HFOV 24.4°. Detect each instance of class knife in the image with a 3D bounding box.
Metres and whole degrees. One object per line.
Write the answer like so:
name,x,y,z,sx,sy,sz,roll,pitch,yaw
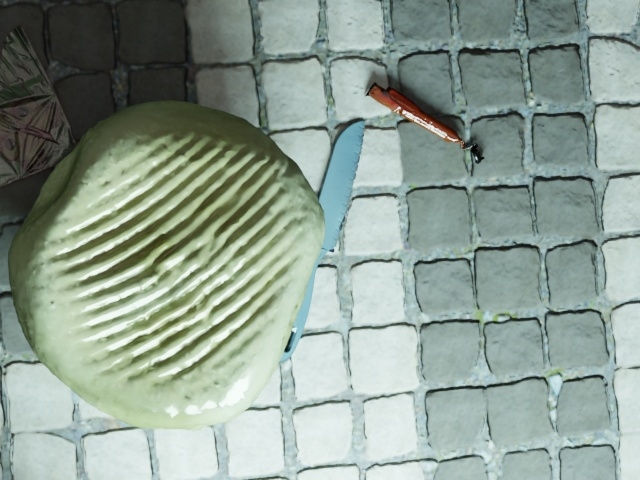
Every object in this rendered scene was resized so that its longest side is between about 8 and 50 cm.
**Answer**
knife,0.000,0.000,1.789,0.045,0.019,0.313,18,86,-18

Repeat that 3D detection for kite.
kite,-0.397,-0.147,1.715,0.250,0.012,0.229,24,84,-9

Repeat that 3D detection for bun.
bun,-0.167,0.030,1.649,0.349,0.227,0.352,-32,93,-9

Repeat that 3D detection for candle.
candle,0.133,-0.145,1.811,0.167,0.021,0.026,31,85,-9
